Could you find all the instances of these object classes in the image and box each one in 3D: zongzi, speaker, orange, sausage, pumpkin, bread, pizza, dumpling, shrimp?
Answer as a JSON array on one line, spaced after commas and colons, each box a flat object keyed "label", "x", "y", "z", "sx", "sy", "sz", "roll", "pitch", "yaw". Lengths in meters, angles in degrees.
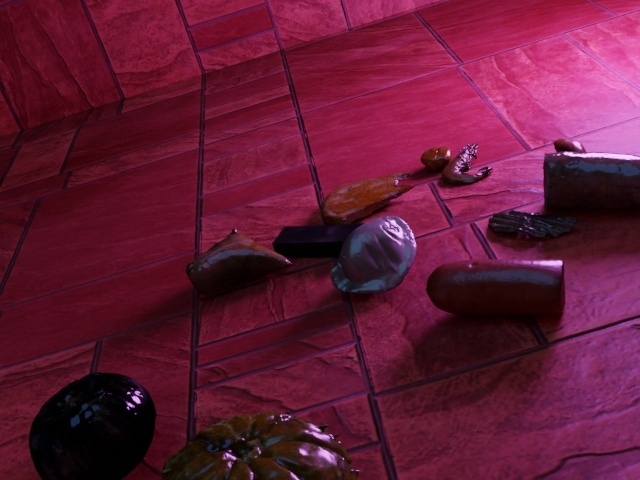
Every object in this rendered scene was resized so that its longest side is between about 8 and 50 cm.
[{"label": "zongzi", "x": -0.189, "y": 0.066, "z": 1.955, "sx": 0.197, "sy": 0.099, "sz": 0.194, "roll": 22, "pitch": 48, "yaw": 40}, {"label": "speaker", "x": 0.000, "y": 0.000, "z": 2.005, "sx": 0.218, "sy": 0.044, "sz": 0.082, "roll": -1, "pitch": 33, "yaw": 29}, {"label": "orange", "x": -0.096, "y": 0.380, "z": 1.217, "sx": 0.301, "sy": 0.223, "sz": 0.300, "roll": 13, "pitch": 26, "yaw": 43}, {"label": "sausage", "x": 0.329, "y": 0.087, "z": 1.604, "sx": 0.259, "sy": 0.113, "sz": 0.113, "roll": -2, "pitch": 32, "yaw": 25}, {"label": "pumpkin", "x": -0.403, "y": 0.339, "z": 1.518, "sx": 0.233, "sy": 0.163, "sz": 0.233, "roll": -23, "pitch": 21, "yaw": 10}, {"label": "bread", "x": 0.303, "y": -0.212, "z": 2.204, "sx": 0.083, "sy": 0.046, "sz": 0.081, "roll": 9, "pitch": 41, "yaw": 38}, {"label": "pizza", "x": 0.118, "y": -0.113, "z": 2.145, "sx": 0.262, "sy": 0.034, "sz": 0.181, "roll": -23, "pitch": 29, "yaw": -8}, {"label": "dumpling", "x": 0.117, "y": 0.041, "z": 1.830, "sx": 0.219, "sy": 0.153, "sz": 0.108, "roll": -46, "pitch": -6, "yaw": -17}, {"label": "shrimp", "x": 0.385, "y": -0.196, "z": 2.144, "sx": 0.124, "sy": 0.034, "sz": 0.178, "roll": 13, "pitch": 42, "yaw": 38}]

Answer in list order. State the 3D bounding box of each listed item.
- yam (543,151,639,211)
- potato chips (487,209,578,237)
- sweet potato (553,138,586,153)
[{"label": "yam", "x": 0.615, "y": -0.120, "z": 1.796, "sx": 0.330, "sy": 0.133, "sz": 0.133, "roll": 6, "pitch": 37, "yaw": 31}, {"label": "potato chips", "x": 0.448, "y": -0.033, "z": 1.831, "sx": 0.207, "sy": 0.028, "sz": 0.092, "roll": 13, "pitch": 42, "yaw": 46}, {"label": "sweet potato", "x": 0.598, "y": -0.204, "z": 2.014, "sx": 0.055, "sy": 0.058, "sz": 0.202, "roll": 3, "pitch": 28, "yaw": -5}]
